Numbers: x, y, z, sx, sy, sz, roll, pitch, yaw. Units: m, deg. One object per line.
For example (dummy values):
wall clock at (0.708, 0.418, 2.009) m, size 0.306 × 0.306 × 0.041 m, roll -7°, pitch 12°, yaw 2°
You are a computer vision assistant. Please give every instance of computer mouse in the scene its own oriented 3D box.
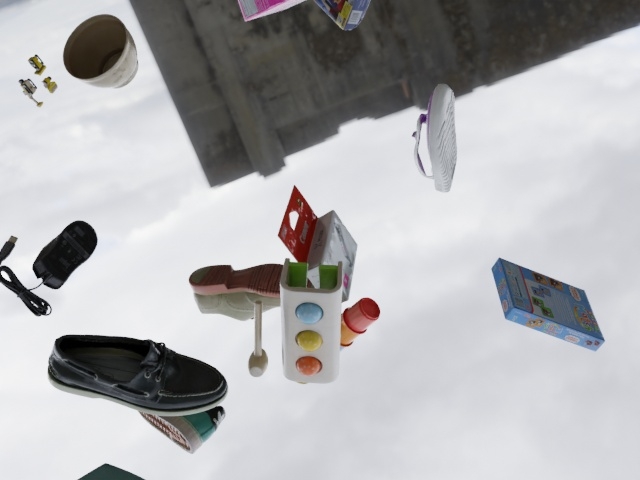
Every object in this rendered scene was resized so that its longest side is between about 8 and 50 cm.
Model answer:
computer mouse at (-0.664, 0.036, 2.126) m, size 0.060 × 0.184 × 0.262 m, roll -11°, pitch -137°, yaw 49°

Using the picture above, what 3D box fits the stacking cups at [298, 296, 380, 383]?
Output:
stacking cups at (0.025, 0.240, 2.188) m, size 0.316 × 0.096 × 0.096 m, roll -48°, pitch -179°, yaw 40°

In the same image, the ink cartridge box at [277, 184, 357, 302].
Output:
ink cartridge box at (0.000, 0.000, 2.255) m, size 0.060 × 0.239 × 0.275 m, roll -25°, pitch -156°, yaw 21°

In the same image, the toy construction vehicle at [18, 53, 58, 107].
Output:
toy construction vehicle at (-0.673, -0.376, 2.106) m, size 0.035 × 0.098 × 0.086 m, roll 3°, pitch -126°, yaw 31°

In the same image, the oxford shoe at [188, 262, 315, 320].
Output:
oxford shoe at (-0.183, 0.159, 2.605) m, size 0.396 × 0.147 × 0.140 m, roll 4°, pitch -147°, yaw 16°

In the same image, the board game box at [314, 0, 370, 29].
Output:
board game box at (0.054, -0.577, 1.878) m, size 0.060 × 0.194 × 0.194 m, roll -5°, pitch -136°, yaw -35°

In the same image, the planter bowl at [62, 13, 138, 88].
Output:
planter bowl at (-0.473, -0.403, 1.978) m, size 0.162 × 0.109 × 0.162 m, roll -7°, pitch -112°, yaw 18°

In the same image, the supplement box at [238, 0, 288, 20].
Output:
supplement box at (-0.078, -0.522, 1.764) m, size 0.111 × 0.114 × 0.220 m, roll -25°, pitch -166°, yaw -27°

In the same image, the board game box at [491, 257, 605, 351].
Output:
board game box at (0.452, 0.127, 1.779) m, size 0.211 × 0.039 × 0.160 m, roll 20°, pitch -147°, yaw -14°

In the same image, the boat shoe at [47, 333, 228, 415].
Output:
boat shoe at (-0.337, 0.233, 1.657) m, size 0.339 × 0.113 × 0.127 m, roll 12°, pitch -139°, yaw 0°

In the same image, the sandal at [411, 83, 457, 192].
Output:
sandal at (0.271, -0.231, 2.181) m, size 0.102 × 0.416 × 0.170 m, roll 8°, pitch -113°, yaw 15°

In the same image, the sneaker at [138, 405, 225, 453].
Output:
sneaker at (-0.328, 0.353, 1.970) m, size 0.121 × 0.108 × 0.302 m, roll -36°, pitch -135°, yaw -28°

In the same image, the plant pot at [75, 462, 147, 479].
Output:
plant pot at (-0.282, 0.451, 1.303) m, size 0.166 × 0.234 × 0.165 m, roll -52°, pitch 171°, yaw 10°

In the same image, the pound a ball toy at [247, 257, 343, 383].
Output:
pound a ball toy at (-0.059, 0.194, 1.899) m, size 0.208 × 0.319 × 0.136 m, roll 4°, pitch -141°, yaw 2°
